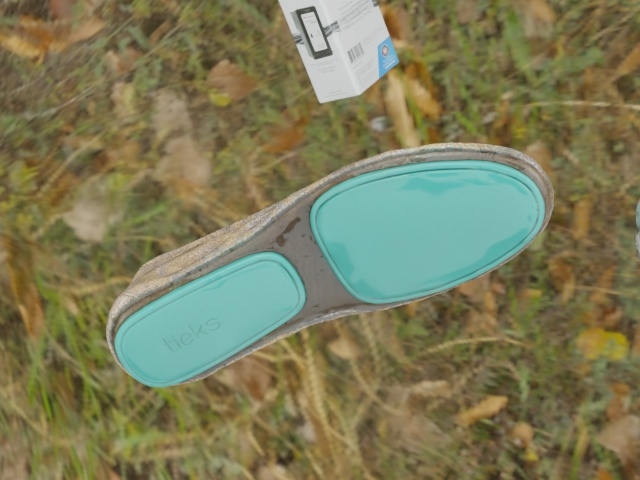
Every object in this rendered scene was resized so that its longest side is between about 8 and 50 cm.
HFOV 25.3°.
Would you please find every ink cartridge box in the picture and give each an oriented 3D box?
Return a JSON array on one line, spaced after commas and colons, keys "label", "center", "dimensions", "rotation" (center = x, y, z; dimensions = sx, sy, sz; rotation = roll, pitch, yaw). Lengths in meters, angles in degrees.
[{"label": "ink cartridge box", "center": [0.006, -0.122, 0.762], "dimensions": [0.048, 0.028, 0.083], "rotation": [-44, 118, -47]}]

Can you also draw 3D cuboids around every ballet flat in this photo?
[{"label": "ballet flat", "center": [0.000, 0.000, 0.962], "dimensions": [0.316, 0.106, 0.107], "rotation": [-19, 111, 10]}]

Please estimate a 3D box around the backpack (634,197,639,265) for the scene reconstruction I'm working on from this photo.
[{"label": "backpack", "center": [0.212, 0.018, 0.539], "dimensions": [0.166, 0.144, 0.188], "rotation": [-1, 61, -12]}]
